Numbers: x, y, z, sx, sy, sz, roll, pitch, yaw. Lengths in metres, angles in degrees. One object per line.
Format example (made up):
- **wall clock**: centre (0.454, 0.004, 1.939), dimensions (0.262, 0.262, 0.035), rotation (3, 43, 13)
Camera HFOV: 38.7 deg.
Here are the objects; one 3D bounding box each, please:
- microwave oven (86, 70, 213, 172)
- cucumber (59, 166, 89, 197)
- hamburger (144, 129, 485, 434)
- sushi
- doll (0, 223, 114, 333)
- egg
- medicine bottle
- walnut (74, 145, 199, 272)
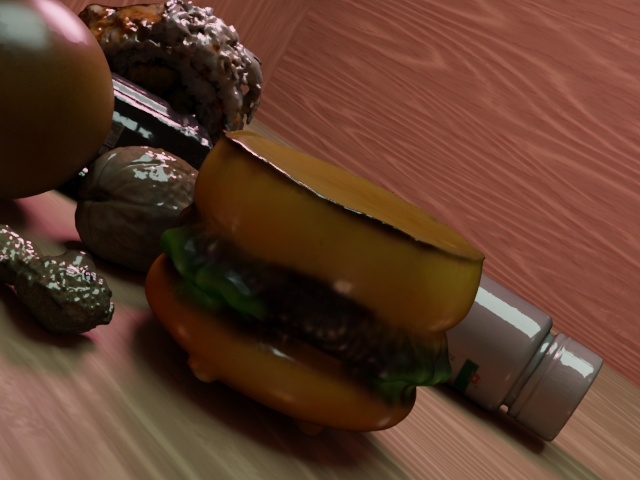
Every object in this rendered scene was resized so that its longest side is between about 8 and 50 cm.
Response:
- **microwave oven**: centre (-0.363, -0.196, 1.668), dimensions (0.295, 0.181, 0.237), rotation (28, 9, -18)
- **cucumber**: centre (-0.371, -0.084, 1.458), dimensions (0.214, 0.052, 0.058), rotation (30, 29, -5)
- **hamburger**: centre (-0.006, 0.061, 1.125), dimensions (0.395, 0.277, 0.396), rotation (27, 11, -6)
- **sushi**: centre (-0.321, -0.305, 1.852), dimensions (0.417, 0.417, 0.176), rotation (27, 46, -20)
- **doll**: centre (-0.345, 0.010, 0.994), dimensions (0.286, 0.091, 0.202), rotation (25, -8, 43)
- **egg**: centre (-0.416, -0.193, 1.185), dimensions (0.282, 0.283, 0.351), rotation (32, -1, 9)
- **medicine bottle**: centre (0.313, 0.194, 1.637), dimensions (0.339, 0.208, 0.208), rotation (34, 10, 15)
- **walnut**: centre (-0.235, -0.040, 1.285), dimensions (0.230, 0.178, 0.178), rotation (23, 12, -47)
